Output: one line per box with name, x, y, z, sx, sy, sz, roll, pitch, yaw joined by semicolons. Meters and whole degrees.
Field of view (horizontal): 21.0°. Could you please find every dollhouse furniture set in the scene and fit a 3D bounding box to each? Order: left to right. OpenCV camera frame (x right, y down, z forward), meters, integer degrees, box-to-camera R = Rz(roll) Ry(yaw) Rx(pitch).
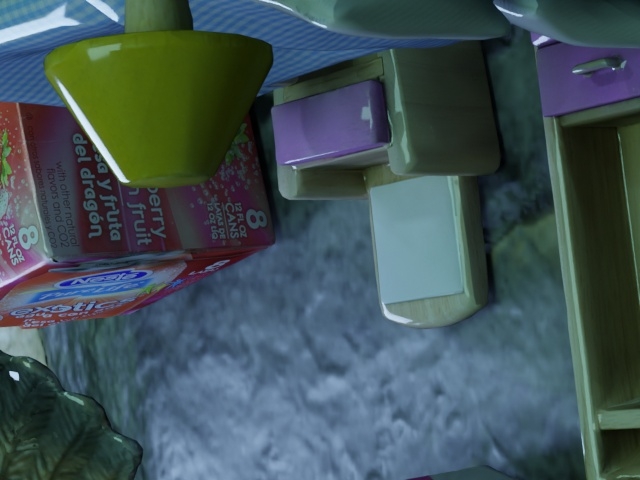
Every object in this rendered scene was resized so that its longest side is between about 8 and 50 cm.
dollhouse furniture set;0.000;0.000;0.496;0.286;0.303;0.198;-11;83;49

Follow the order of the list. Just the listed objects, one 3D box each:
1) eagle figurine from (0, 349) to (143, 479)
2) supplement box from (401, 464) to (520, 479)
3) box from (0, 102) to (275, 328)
eagle figurine;-0.110;0.182;0.678;0.226;0.298;0.225;24;79;18
supplement box;0.085;0.162;0.554;0.220;0.111;0.114;21;109;48
box;-0.125;-0.097;0.773;0.128;0.123;0.257;-25;74;48
